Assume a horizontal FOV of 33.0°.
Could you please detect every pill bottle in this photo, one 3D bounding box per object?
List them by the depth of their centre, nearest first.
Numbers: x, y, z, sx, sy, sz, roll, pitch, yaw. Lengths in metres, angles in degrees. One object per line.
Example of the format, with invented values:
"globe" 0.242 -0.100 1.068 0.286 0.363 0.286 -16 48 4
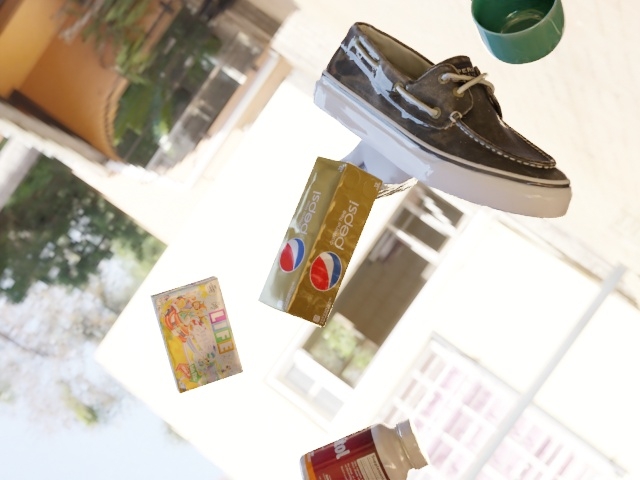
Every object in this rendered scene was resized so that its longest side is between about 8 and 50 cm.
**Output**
"pill bottle" 0.056 0.283 1.368 0.086 0.152 0.086 -24 -90 -84

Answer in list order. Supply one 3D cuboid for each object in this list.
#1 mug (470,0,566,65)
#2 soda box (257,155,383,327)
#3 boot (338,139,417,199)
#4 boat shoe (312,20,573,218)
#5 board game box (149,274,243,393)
"mug" 0.292 -0.332 1.590 0.097 0.129 0.157 53 -156 -52
"soda box" 0.000 0.000 1.214 0.061 0.181 0.058 25 175 -40
"boot" 0.114 -0.122 1.601 0.258 0.123 0.095 -23 86 54
"boat shoe" 0.120 -0.132 1.096 0.335 0.119 0.121 33 -155 35
"board game box" -0.185 0.141 1.623 0.026 0.103 0.154 -162 56 -70
